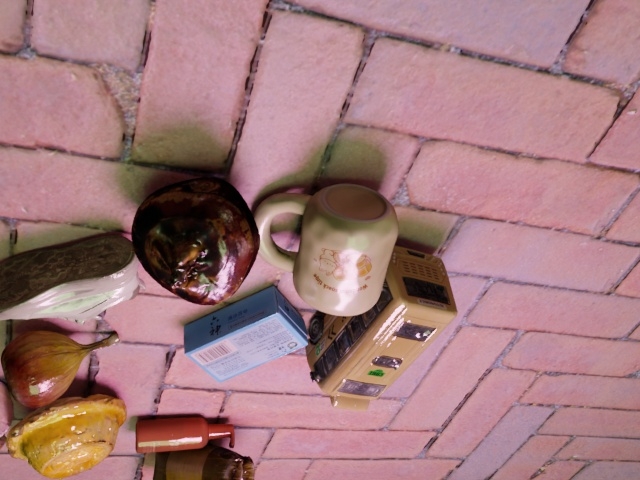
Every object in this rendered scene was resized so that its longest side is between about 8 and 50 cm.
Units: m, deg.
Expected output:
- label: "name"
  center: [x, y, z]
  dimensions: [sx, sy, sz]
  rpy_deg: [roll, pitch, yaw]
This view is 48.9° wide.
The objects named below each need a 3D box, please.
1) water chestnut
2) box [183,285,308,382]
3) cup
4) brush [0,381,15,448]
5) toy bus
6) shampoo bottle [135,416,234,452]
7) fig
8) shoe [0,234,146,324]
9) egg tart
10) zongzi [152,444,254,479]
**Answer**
- label: "water chestnut"
  center: [-0.213, 0.003, 1.207]
  dimensions: [0.224, 0.238, 0.223]
  rpy_deg: [7, 114, 16]
- label: "box"
  center: [-0.162, 0.206, 1.527]
  dimensions: [0.232, 0.083, 0.142]
  rpy_deg: [-26, 134, 12]
- label: "cup"
  center: [0.014, -0.006, 1.317]
  dimensions: [0.173, 0.255, 0.202]
  rpy_deg: [-29, 141, -44]
- label: "brush"
  center: [-0.754, 0.403, 1.544]
  dimensions: [0.166, 0.174, 0.266]
  rpy_deg: [-25, 152, 1]
- label: "toy bus"
  center: [0.116, 0.188, 1.485]
  dimensions: [0.177, 0.201, 0.365]
  rpy_deg: [13, 131, -26]
- label: "shampoo bottle"
  center: [-0.339, 0.486, 1.766]
  dimensions: [0.244, 0.085, 0.085]
  rpy_deg: [1, 134, -13]
- label: "fig"
  center: [-0.550, 0.236, 1.461]
  dimensions: [0.143, 0.231, 0.160]
  rpy_deg: [24, 141, 25]
- label: "shoe"
  center: [-0.473, 0.099, 1.326]
  dimensions: [0.316, 0.124, 0.159]
  rpy_deg: [-16, 143, 3]
- label: "egg tart"
  center: [-0.569, 0.451, 1.606]
  dimensions: [0.288, 0.118, 0.288]
  rpy_deg: [-20, 149, -13]
- label: "zongzi"
  center: [-0.247, 0.632, 1.869]
  dimensions: [0.289, 0.154, 0.317]
  rpy_deg: [-4, 156, 32]
